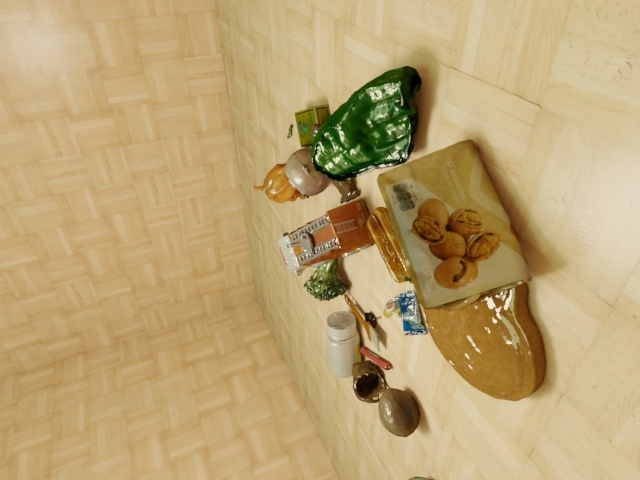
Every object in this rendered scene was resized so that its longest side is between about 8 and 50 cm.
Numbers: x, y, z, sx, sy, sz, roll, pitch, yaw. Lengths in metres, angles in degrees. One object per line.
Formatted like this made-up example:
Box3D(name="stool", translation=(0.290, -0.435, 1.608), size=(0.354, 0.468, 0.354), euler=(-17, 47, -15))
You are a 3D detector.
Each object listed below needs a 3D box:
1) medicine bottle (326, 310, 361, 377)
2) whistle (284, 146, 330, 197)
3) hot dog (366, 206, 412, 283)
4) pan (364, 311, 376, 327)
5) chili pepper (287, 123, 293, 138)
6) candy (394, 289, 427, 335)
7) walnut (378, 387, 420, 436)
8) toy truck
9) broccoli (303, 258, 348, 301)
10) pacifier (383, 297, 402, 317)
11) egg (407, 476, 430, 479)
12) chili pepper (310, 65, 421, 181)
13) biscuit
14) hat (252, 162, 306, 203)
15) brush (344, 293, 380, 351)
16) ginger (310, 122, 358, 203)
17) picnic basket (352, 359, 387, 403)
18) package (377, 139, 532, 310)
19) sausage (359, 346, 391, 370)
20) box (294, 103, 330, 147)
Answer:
Box3D(name="medicine bottle", translation=(0.096, 0.437, 1.870), size=(0.143, 0.143, 0.258), euler=(-139, 36, -59))
Box3D(name="whistle", translation=(-0.033, -0.263, 1.722), size=(0.348, 0.189, 0.189), euler=(-21, -84, -87))
Box3D(name="hot dog", translation=(0.218, 0.017, 1.305), size=(0.104, 0.076, 0.250), euler=(-49, 60, 45))
Box3D(name="pan", translation=(0.195, 0.296, 1.655), size=(0.115, 0.023, 0.068), euler=(126, 127, -71))
Box3D(name="chili pepper", translation=(-0.137, -0.489, 1.988), size=(0.083, 0.022, 0.027), euler=(112, 140, -55))
Box3D(name="candy", translation=(0.271, 0.222, 1.350), size=(0.088, 0.038, 0.136), euler=(-19, 85, 51))
Box3D(name="walnut", translation=(0.267, 0.588, 1.518), size=(0.140, 0.140, 0.162), euler=(133, 130, -69))
Box3D(name="toy truck", translation=(0.000, 0.000, 1.568), size=(0.387, 0.207, 0.173), euler=(-27, 82, 50))
Box3D(name="broccoli", translation=(0.047, 0.112, 1.834), size=(0.198, 0.177, 0.275), euler=(-5, -69, -76))
Box3D(name="pacifier", translation=(0.243, 0.222, 1.429), size=(0.064, 0.083, 0.068), euler=(42, -148, -21))
Box3D(name="egg", translation=(0.347, 0.887, 1.530), size=(0.132, 0.132, 0.172), euler=(64, 148, 28))
Box3D(name="chili pepper", translation=(0.132, -0.291, 1.158), size=(0.385, 0.213, 0.167), euler=(-28, 33, 52))
Box3D(name="biscuit", translation=(0.355, 0.187, 1.055), size=(0.385, 0.062, 0.365), euler=(-169, 66, -69))
Box3D(name="hat", translation=(-0.200, -0.269, 2.016), size=(0.233, 0.233, 0.244), euler=(99, 149, -49))
Box3D(name="brush", translation=(0.155, 0.303, 1.731), size=(0.314, 0.017, 0.090), euler=(-127, 25, -54))
Box3D(name="ginger", translation=(0.054, -0.271, 1.529), size=(0.290, 0.084, 0.122), euler=(68, 160, -5))
Box3D(name="picnic basket", translation=(0.190, 0.568, 1.725), size=(0.178, 0.128, 0.138), euler=(-123, 22, -65))
Box3D(name="package", translation=(0.274, -0.018, 0.940), size=(0.165, 0.221, 0.311), euler=(41, -150, -67))
Box3D(name="sausage", translation=(0.210, 0.459, 1.734), size=(0.253, 0.034, 0.034), euler=(-168, 64, -69))
Box3D(name="box", translation=(-0.026, -0.423, 1.658), size=(0.220, 0.064, 0.141), euler=(20, 124, 65))
